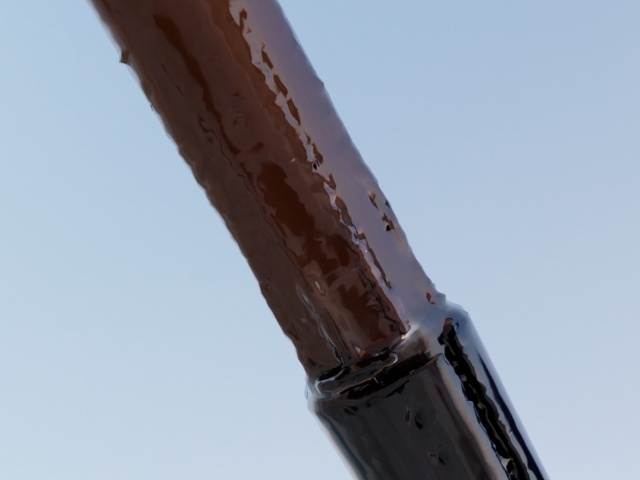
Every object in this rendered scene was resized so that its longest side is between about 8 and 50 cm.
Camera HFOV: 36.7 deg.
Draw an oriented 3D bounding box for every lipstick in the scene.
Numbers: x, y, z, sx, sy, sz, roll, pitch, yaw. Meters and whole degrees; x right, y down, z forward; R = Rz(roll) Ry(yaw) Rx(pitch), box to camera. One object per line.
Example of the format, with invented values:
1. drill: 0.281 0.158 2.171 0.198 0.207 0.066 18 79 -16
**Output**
1. lipstick: 0.000 0.000 0.384 0.077 0.077 0.419 -22 -79 39
